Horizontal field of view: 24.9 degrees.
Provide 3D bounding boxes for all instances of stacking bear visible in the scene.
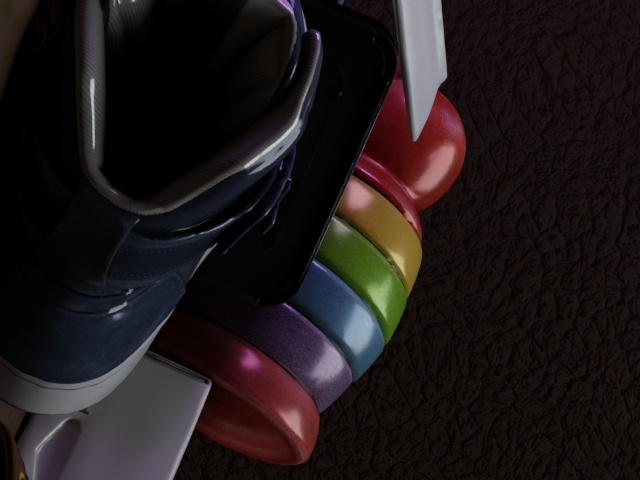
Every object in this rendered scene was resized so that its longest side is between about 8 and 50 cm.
[{"bbox_3d":[0.000,0.000,1.040,0.164,0.175,0.289,13,-119,45],"label":"stacking bear"}]

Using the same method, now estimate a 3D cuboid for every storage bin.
[{"bbox_3d":[-0.038,-0.066,0.881,0.084,0.122,0.180,-79,-167,-77],"label":"storage bin"}]

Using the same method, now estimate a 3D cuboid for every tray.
[{"bbox_3d":[0.049,-0.200,0.844,0.270,0.030,0.145,79,7,-50],"label":"tray"}]

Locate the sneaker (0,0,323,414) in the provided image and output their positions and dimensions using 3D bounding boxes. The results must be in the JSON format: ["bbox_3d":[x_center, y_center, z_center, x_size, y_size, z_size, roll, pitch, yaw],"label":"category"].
[{"bbox_3d":[-0.039,-0.063,0.503,0.163,0.086,0.226,-59,-173,51],"label":"sneaker"}]

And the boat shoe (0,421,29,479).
[{"bbox_3d":[-0.137,0.130,0.481,0.178,0.064,0.060,-82,-171,-55],"label":"boat shoe"}]

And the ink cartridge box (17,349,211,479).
[{"bbox_3d":[-0.161,0.175,0.995,0.237,0.100,0.172,120,-7,-70],"label":"ink cartridge box"}]

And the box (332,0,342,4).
[{"bbox_3d":[-0.021,-0.192,1.104,0.307,0.077,0.242,119,-5,-60],"label":"box"}]
